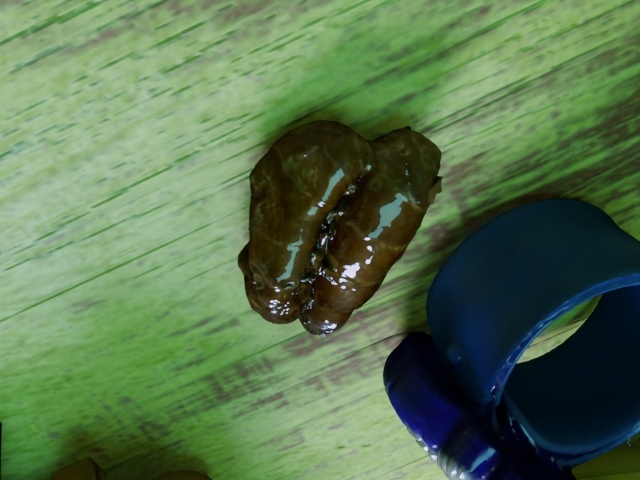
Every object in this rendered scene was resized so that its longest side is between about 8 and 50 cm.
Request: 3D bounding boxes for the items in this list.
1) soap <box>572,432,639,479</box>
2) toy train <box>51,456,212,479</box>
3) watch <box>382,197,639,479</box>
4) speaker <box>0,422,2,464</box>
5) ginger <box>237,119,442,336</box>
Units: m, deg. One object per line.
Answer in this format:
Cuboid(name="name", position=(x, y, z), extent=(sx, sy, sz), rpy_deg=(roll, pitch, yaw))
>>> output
Cuboid(name="soap", position=(0.247, 0.239, 0.732), extent=(0.233, 0.076, 0.135), rpy_deg=(-3, 129, -13))
Cuboid(name="toy train", position=(-0.154, 0.314, 0.614), extent=(0.231, 0.163, 0.369), rpy_deg=(-20, 135, -5))
Cuboid(name="watch", position=(0.160, 0.085, 0.546), extent=(0.200, 0.171, 0.196), rpy_deg=(-49, 136, 10))
Cuboid(name="speaker", position=(-0.264, 0.218, 0.605), extent=(0.040, 0.046, 0.191), rpy_deg=(4, 127, -18))
Cuboid(name="ginger", position=(0.000, 0.000, 0.480), extent=(0.103, 0.073, 0.162), rpy_deg=(11, 125, -21))
